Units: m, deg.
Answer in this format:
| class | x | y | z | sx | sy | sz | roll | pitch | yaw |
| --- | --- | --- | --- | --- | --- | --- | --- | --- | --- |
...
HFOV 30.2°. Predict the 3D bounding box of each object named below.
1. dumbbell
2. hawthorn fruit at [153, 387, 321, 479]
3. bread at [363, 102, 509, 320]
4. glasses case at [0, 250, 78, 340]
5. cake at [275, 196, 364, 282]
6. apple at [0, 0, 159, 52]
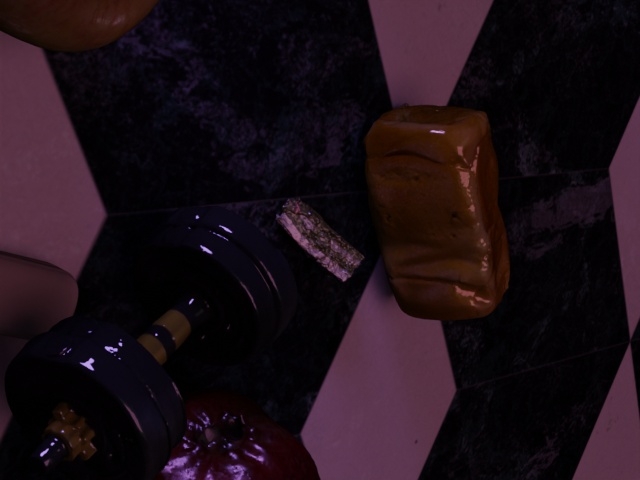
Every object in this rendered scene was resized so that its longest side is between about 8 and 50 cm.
| class | x | y | z | sx | sy | sz | roll | pitch | yaw |
| --- | --- | --- | --- | --- | --- | --- | --- | --- | --- |
| dumbbell | -0.169 | 0.107 | 1.240 | 0.388 | 0.185 | 0.185 | -48 | 134 | -45 |
| hawthorn fruit | -0.134 | 0.324 | 1.354 | 0.265 | 0.265 | 0.307 | -25 | 137 | -37 |
| bread | 0.153 | -0.034 | 1.579 | 0.132 | 0.167 | 0.294 | -51 | 136 | -53 |
| glasses case | -0.335 | 0.050 | 1.195 | 0.196 | 0.050 | 0.083 | 20 | 91 | -47 |
| cake | 0.000 | 0.000 | 1.515 | 0.051 | 0.055 | 0.140 | -53 | 132 | -10 |
| apple | -0.243 | -0.301 | 1.064 | 0.261 | 0.194 | 0.260 | -15 | 112 | -43 |
